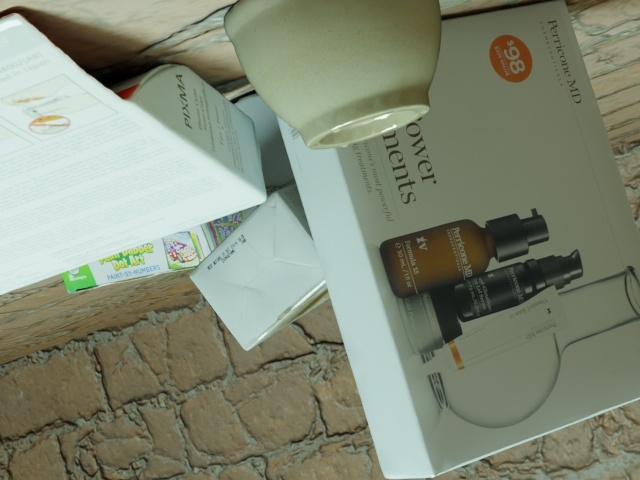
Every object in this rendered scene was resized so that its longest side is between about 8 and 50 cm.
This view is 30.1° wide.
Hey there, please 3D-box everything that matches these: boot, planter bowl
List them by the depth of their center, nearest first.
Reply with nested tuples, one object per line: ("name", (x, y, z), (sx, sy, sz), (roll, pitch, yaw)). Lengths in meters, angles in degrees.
("planter bowl", (0.021, -0.132, 0.881), (0.162, 0.109, 0.162), (-17, 176, -1))
("boot", (-0.068, -0.096, 1.203), (0.258, 0.095, 0.123), (-17, -172, 34))

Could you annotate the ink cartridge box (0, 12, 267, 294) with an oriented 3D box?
("ink cartridge box", (-0.258, -0.075, 0.945), (0.308, 0.091, 0.385), (-18, 158, 16))

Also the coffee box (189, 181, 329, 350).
("coffee box", (0.000, 0.000, 1.208), (0.141, 0.098, 0.246), (-41, 173, 32))

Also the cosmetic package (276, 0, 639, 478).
("cosmetic package", (0.142, -0.009, 1.074), (0.284, 0.377, 0.097), (-15, 175, -28))

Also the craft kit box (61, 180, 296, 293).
("craft kit box", (-0.138, -0.022, 1.378), (0.246, 0.061, 0.250), (-8, -165, 38))
